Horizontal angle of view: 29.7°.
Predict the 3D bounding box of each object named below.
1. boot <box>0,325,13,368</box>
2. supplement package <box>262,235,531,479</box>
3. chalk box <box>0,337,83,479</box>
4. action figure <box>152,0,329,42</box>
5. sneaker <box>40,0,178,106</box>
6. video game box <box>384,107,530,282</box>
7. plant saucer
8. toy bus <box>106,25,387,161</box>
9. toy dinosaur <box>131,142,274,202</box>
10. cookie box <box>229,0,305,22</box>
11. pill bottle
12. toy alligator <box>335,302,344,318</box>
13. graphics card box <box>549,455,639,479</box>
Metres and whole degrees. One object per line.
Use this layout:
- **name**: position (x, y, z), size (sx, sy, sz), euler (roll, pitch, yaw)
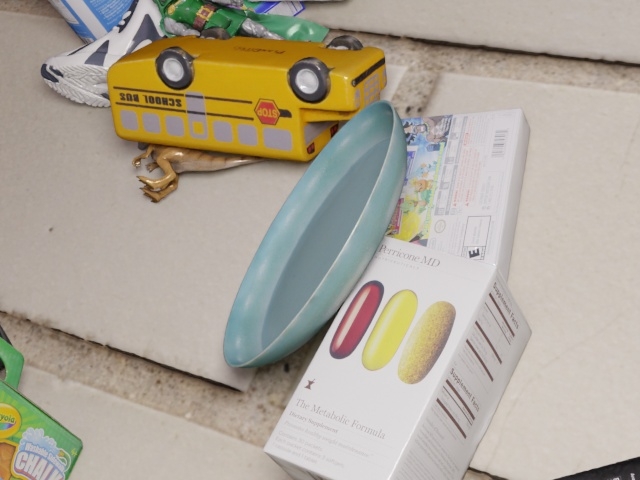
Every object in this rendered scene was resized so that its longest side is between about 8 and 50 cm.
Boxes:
- **boot**: position (-0.626, 0.168, 1.356), size (0.445, 0.367, 0.146), euler (-39, 37, -2)
- **supplement package**: position (0.079, 0.140, 1.153), size (0.139, 0.134, 0.244), euler (15, 66, 34)
- **chalk box**: position (-0.394, 0.237, 1.302), size (0.179, 0.180, 0.289), euler (8, 64, 32)
- **action figure**: position (-0.123, -0.270, 1.543), size (0.232, 0.063, 0.137), euler (27, 69, 17)
- **sneaker**: position (-0.258, -0.273, 1.645), size (0.235, 0.094, 0.153), euler (-7, 54, 23)
- **video game box**: position (0.123, -0.045, 1.318), size (0.187, 0.048, 0.205), euler (0, 58, 25)
- **plant saucer**: position (0.000, 0.000, 1.254), size (0.317, 0.043, 0.317), euler (-53, 15, 21)
- **toy bus**: position (-0.089, -0.175, 1.439), size (0.332, 0.130, 0.108), euler (9, 28, 25)
- **toy dinosaur**: position (-0.173, -0.101, 1.500), size (0.211, 0.064, 0.112), euler (20, 68, 36)
- **cookie box**: position (-0.088, -0.315, 1.619), size (0.107, 0.040, 0.092), euler (-37, 50, -1)
- **pill bottle**: position (-0.328, -0.371, 1.663), size (0.124, 0.221, 0.124), euler (-13, 53, 18)
- **toy alligator**: position (0.040, 0.056, 1.261), size (0.051, 0.056, 0.190), euler (2, 85, 59)
- **graphics card box**: position (0.380, 0.260, 0.942), size (0.371, 0.094, 0.233), euler (-19, 52, 14)
